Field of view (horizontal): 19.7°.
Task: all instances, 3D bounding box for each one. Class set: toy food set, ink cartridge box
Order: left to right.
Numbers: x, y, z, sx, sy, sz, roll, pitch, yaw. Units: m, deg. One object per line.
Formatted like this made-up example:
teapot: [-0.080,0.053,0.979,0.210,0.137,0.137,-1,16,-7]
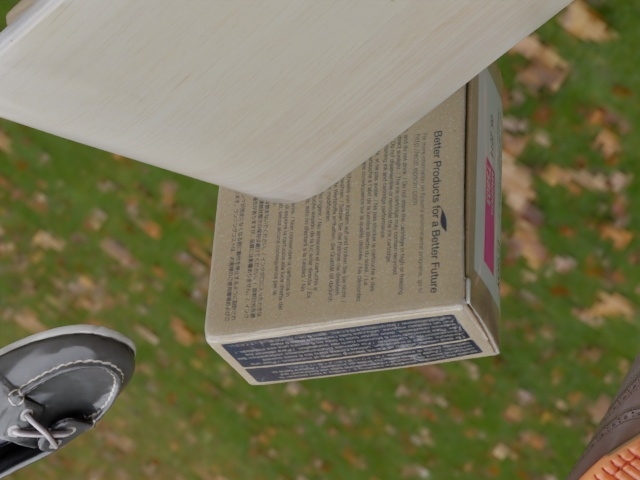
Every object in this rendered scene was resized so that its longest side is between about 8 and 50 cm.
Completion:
toy food set: [0.003,-0.135,0.705,0.220,0.306,0.092,17,-139,-54]
ink cartridge box: [0.028,-0.026,1.307,0.193,0.235,0.088,-7,149,20]

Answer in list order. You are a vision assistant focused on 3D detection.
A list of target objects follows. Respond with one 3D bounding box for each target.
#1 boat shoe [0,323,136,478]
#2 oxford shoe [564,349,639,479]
boat shoe: [-0.279,0.170,1.586,0.335,0.095,0.112,-26,141,35]
oxford shoe: [0.303,0.168,1.599,0.130,0.364,0.133,41,-172,-23]
